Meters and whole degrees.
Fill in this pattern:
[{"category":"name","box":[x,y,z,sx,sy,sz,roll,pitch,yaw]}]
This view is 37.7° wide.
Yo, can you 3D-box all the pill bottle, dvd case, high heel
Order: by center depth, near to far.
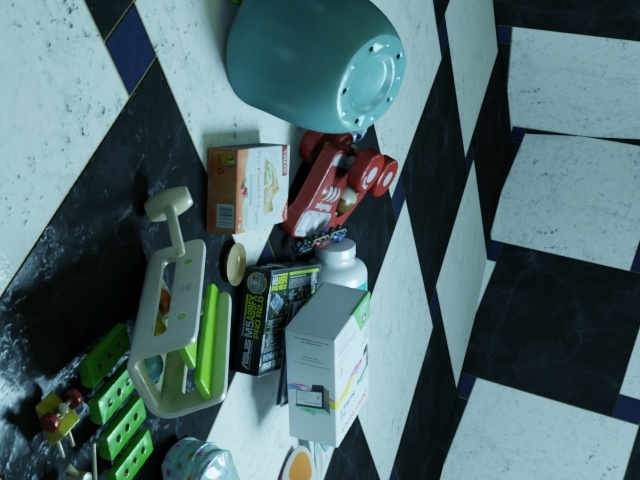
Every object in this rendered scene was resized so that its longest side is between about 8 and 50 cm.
[{"category":"dvd case","box":[-0.043,0.230,1.993,0.164,0.018,0.221,-6,106,-69]},{"category":"pill bottle","box":[0.035,0.130,2.148,0.146,0.146,0.264,-45,139,-59]},{"category":"high heel","box":[-0.065,0.601,2.154,0.117,0.082,0.244,120,-25,-57]}]

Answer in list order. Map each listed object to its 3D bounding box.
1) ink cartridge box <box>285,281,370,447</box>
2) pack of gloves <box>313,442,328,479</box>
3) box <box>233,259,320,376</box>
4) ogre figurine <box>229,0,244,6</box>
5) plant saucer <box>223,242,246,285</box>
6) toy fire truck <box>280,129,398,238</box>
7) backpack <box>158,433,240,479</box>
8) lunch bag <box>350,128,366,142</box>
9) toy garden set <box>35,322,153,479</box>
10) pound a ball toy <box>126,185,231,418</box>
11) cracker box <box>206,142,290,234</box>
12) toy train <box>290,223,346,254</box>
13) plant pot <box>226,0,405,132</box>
[{"category":"ink cartridge box","box":[0.019,0.261,1.975,0.201,0.117,0.278,-49,144,-54]},{"category":"pack of gloves","box":[-0.012,0.448,2.291,0.195,0.046,0.232,-67,158,-64]},{"category":"box","box":[-0.086,0.155,1.956,0.270,0.060,0.216,-5,103,-69]},{"category":"ogre figurine","box":[-0.103,-0.501,1.730,0.118,0.096,0.197,41,45,-51]},{"category":"plant saucer","box":[-0.167,0.044,1.803,0.083,0.015,0.084,6,90,-70]},{"category":"toy fire truck","box":[0.030,-0.116,2.118,0.254,0.169,0.302,-60,162,8]},{"category":"backpack","box":[-0.209,0.430,1.651,0.152,0.115,0.182,-53,140,-49]},{"category":"lunch bag","box":[0.072,-0.273,2.247,0.053,0.083,0.071,76,29,-41]},{"category":"toy garden set","box":[-0.336,0.276,1.385,0.204,0.049,0.244,-54,145,-55]},{"category":"pound a ball toy","box":[-0.236,0.087,1.429,0.319,0.135,0.208,-97,167,-58]},{"category":"cracker box","box":[-0.133,-0.103,1.783,0.232,0.067,0.156,-22,115,-67]},{"category":"toy train","box":[0.000,0.000,2.068,0.158,0.036,0.027,-22,160,-39]},{"category":"plant pot","box":[0.013,-0.331,1.723,0.293,0.235,0.293,-34,142,-31]}]
